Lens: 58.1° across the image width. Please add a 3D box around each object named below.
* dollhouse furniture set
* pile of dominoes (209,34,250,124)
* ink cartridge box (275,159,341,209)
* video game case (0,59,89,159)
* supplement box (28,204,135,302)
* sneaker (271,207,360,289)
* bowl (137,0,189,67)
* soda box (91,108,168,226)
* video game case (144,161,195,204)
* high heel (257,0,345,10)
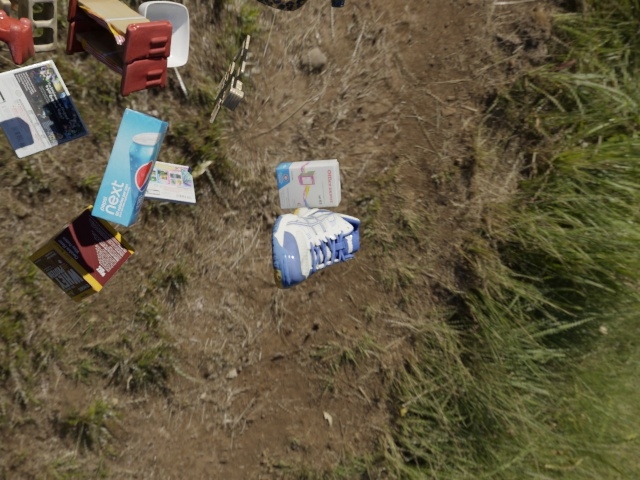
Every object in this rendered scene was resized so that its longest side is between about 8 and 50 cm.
[{"bbox_3d":[-0.502,-0.383,1.122,0.201,0.374,0.152,39,130,21],"label":"dollhouse furniture set"},{"bbox_3d":[-0.250,-0.459,1.673,0.040,0.251,0.196,26,127,-22],"label":"pile of dominoes"},{"bbox_3d":[-0.023,-0.115,1.177,0.123,0.052,0.088,-3,109,9],"label":"ink cartridge box"},{"bbox_3d":[-0.663,-0.306,1.340,0.173,0.022,0.190,-31,103,-34],"label":"video game case"},{"bbox_3d":[-0.701,0.040,1.703,0.129,0.194,0.191,-23,116,36],"label":"supplement box"},{"bbox_3d":[0.000,0.000,1.011,0.131,0.296,0.111,3,109,11],"label":"sneaker"},{"bbox_3d":[-0.366,-0.472,1.316,0.053,0.142,0.141,18,114,27],"label":"bowl"},{"bbox_3d":[-0.359,-0.137,1.090,0.071,0.067,0.210,20,97,-6],"label":"soda box"},{"bbox_3d":[-0.450,-0.171,1.685,0.157,0.143,0.019,6,140,-29],"label":"video game case"},{"bbox_3d":[-0.047,-0.683,1.455,0.261,0.186,0.093,-5,57,-11],"label":"high heel"}]
